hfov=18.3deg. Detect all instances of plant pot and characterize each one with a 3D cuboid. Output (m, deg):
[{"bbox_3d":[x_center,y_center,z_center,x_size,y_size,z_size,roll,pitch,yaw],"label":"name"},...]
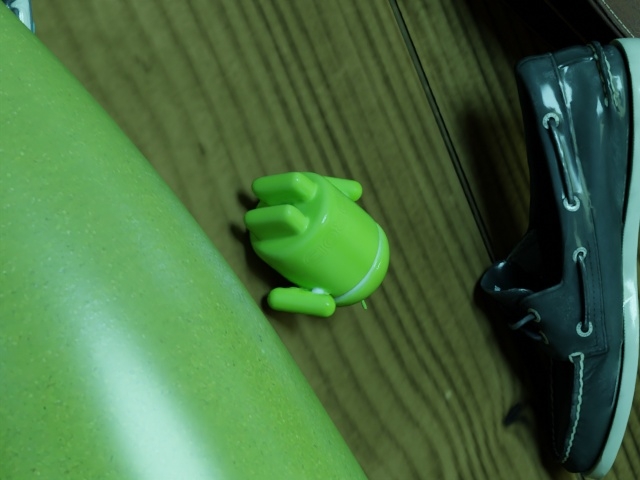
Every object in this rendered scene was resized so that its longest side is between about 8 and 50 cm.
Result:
[{"bbox_3d":[-0.156,0.046,0.923,0.275,0.275,0.293,-27,93,-54],"label":"plant pot"}]

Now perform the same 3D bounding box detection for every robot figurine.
[{"bbox_3d":[0.000,0.000,1.290,0.115,0.067,0.101,39,52,-42],"label":"robot figurine"}]

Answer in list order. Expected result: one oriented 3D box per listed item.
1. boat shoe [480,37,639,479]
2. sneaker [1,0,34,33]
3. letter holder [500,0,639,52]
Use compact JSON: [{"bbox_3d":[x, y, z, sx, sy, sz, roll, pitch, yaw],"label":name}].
[{"bbox_3d":[0.177,0.017,1.482,0.127,0.113,0.340,-110,-158,-67],"label":"boat shoe"},{"bbox_3d":[-0.182,-0.149,1.065,0.110,0.107,0.275,19,67,-64],"label":"sneaker"},{"bbox_3d":[0.211,-0.220,1.576,0.302,0.152,0.214,37,54,-42],"label":"letter holder"}]
